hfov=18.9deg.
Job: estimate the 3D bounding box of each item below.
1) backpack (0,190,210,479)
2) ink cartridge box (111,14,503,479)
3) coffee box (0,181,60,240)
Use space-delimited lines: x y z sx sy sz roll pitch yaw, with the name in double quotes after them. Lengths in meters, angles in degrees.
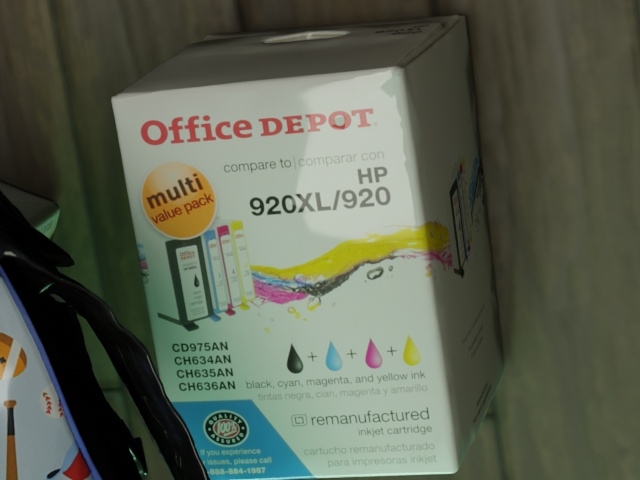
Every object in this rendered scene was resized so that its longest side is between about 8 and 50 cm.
-0.185 0.106 1.006 0.213 0.276 0.263 -20 110 -15 "backpack"
0.000 0.000 1.117 0.171 0.168 0.232 -4 106 16 "ink cartridge box"
-0.282 0.110 1.225 0.119 0.168 0.297 22 111 8 "coffee box"
